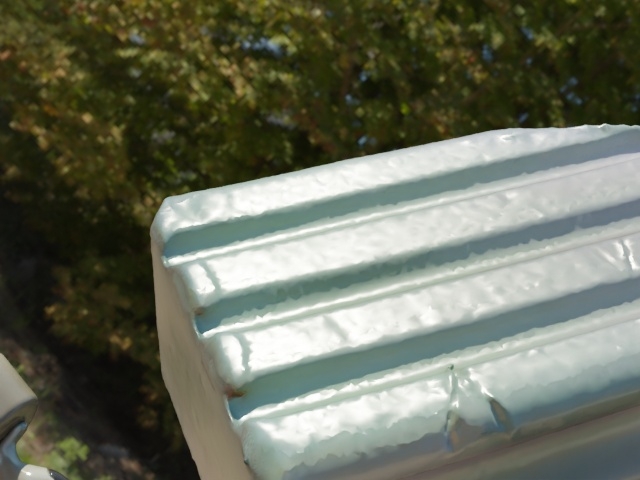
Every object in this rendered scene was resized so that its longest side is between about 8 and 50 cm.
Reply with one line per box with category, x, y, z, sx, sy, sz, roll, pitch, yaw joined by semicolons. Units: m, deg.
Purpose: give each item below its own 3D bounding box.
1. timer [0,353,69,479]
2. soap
timer;-0.335;0.277;1.287;0.266;0.175;0.175;40;-5;6
soap;0.094;0.041;0.619;0.208;0.347;0.115;-120;-156;-43
